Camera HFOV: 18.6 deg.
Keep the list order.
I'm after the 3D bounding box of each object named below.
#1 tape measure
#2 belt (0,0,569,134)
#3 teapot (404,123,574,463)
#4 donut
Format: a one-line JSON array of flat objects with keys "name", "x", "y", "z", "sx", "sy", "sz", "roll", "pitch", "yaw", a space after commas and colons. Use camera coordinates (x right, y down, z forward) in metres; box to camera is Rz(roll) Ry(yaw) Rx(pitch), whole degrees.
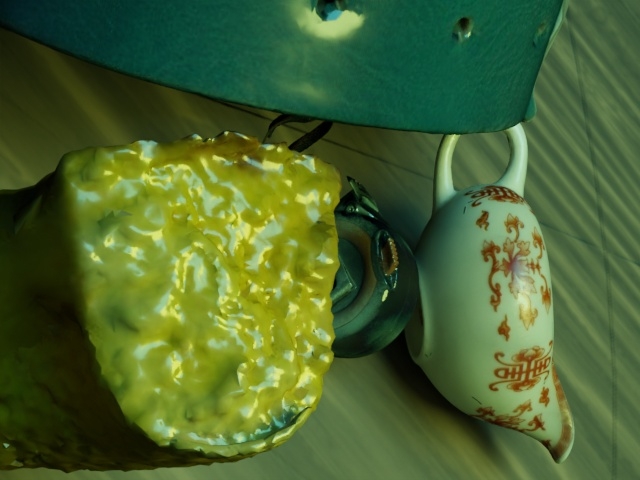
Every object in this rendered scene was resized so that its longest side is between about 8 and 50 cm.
[{"name": "tape measure", "x": -0.004, "y": 0.002, "z": 1.251, "sx": 0.107, "sy": 0.104, "sz": 0.180, "roll": 59, "pitch": 0, "yaw": 31}, {"name": "belt", "x": -0.014, "y": -0.180, "z": 1.234, "sx": 0.437, "sy": 0.173, "sz": 0.300, "roll": -6, "pitch": 29, "yaw": -46}, {"name": "teapot", "x": 0.113, "y": 0.030, "z": 1.334, "sx": 0.116, "sy": 0.159, "sz": 0.245, "roll": -1, "pitch": 91, "yaw": 4}, {"name": "donut", "x": -0.213, "y": 0.033, "z": 0.962, "sx": 0.435, "sy": 0.378, "sz": 0.163, "roll": 10, "pitch": 74, "yaw": -52}]
